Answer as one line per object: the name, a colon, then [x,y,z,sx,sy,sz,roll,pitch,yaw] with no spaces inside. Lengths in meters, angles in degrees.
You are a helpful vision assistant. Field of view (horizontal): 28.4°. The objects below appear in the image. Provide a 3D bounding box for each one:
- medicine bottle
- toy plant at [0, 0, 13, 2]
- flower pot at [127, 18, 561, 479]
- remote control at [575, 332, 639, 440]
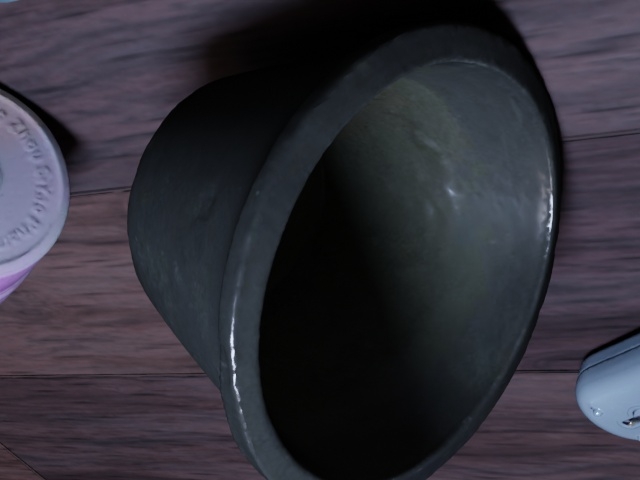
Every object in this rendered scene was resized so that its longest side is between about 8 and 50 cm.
medicine bottle: [-0.293,0.001,0.916,0.152,0.152,0.254,32,145,-18]
toy plant: [-0.222,-0.216,0.505,0.247,0.247,0.332,-6,141,34]
flower pot: [0.000,0.000,0.717,0.166,0.269,0.269,19,154,42]
remote control: [0.263,0.085,0.846,0.087,0.047,0.244,27,148,-16]
